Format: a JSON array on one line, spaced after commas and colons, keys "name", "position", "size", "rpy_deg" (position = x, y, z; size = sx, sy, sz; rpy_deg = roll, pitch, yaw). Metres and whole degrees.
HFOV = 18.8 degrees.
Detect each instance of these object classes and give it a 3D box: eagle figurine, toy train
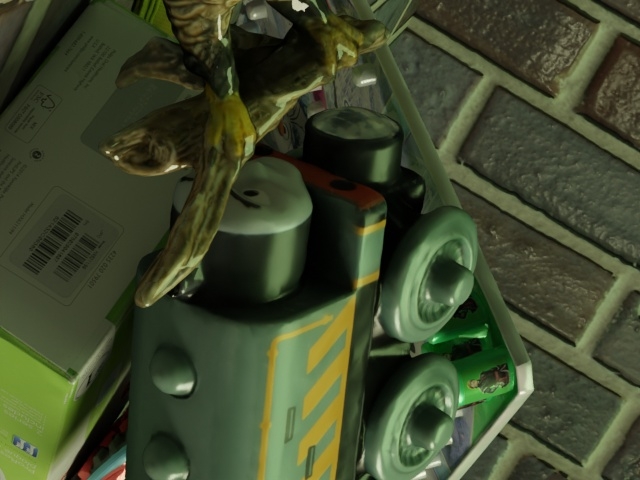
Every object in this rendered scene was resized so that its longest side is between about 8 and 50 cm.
[{"name": "eagle figurine", "position": [-0.034, -0.156, 0.795], "size": [0.298, 0.225, 0.226], "rpy_deg": [79, 2, -50]}, {"name": "toy train", "position": [-0.024, 0.096, 1.028], "size": [0.190, 0.142, 0.334], "rpy_deg": [-24, 129, -47]}]

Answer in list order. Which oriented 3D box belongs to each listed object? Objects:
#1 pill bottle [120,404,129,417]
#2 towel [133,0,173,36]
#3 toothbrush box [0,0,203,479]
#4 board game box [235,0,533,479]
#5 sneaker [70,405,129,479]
[{"name": "pill bottle", "position": [-0.097, 0.268, 1.410], "size": [0.224, 0.392, 0.224], "rpy_deg": [-43, 172, -7]}, {"name": "towel", "position": [-0.073, -0.192, 1.176], "size": [0.102, 0.021, 0.237], "rpy_deg": [-55, 176, -39]}, {"name": "toothbrush box", "position": [-0.150, 0.026, 1.127], "size": [0.206, 0.122, 0.283], "rpy_deg": [-56, 177, -29]}, {"name": "board game box", "position": [0.000, 0.000, 1.366], "size": [0.050, 0.390, 0.390], "rpy_deg": [-16, 160, -18]}, {"name": "sneaker", "position": [-0.100, 0.185, 1.206], "size": [0.262, 0.125, 0.104], "rpy_deg": [-59, 177, 38]}]
